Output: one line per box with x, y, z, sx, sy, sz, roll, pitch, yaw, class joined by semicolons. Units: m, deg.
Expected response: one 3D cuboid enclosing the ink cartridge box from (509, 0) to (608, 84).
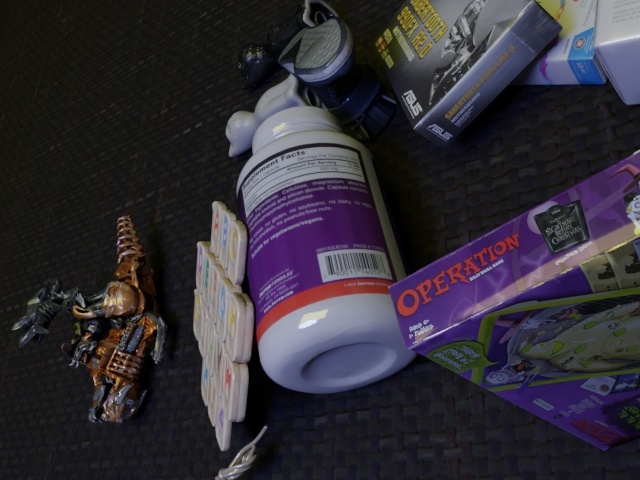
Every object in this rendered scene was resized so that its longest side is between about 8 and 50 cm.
0.269;-0.228;0.748;0.122;0.052;0.089;11;76;44;ink cartridge box

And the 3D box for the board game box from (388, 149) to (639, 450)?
0.223;0.059;0.437;0.208;0.347;0.056;-35;49;21;board game box

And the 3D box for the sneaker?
0.040;-0.196;0.834;0.086;0.163;0.226;-48;20;6;sneaker

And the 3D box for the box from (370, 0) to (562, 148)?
0.161;-0.247;0.794;0.183;0.056;0.231;-47;34;27;box

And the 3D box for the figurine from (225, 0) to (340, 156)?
-0.072;-0.243;1.031;0.209;0.092;0.215;-14;61;44;figurine

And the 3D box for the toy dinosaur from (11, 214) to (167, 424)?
-0.327;0.124;1.041;0.218;0.164;0.322;-9;44;21;toy dinosaur

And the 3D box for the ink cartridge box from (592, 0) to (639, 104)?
0.393;-0.295;0.631;0.207;0.117;0.283;-2;68;40;ink cartridge box

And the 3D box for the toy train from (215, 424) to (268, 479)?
-0.112;0.349;0.752;0.248;0.105;0.143;-46;57;12;toy train

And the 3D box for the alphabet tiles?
-0.129;0.100;0.821;0.284;0.021;0.278;-142;56;-66;alphabet tiles

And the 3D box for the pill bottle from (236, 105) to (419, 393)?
0.000;0.000;0.770;0.181;0.181;0.323;-31;51;25;pill bottle
